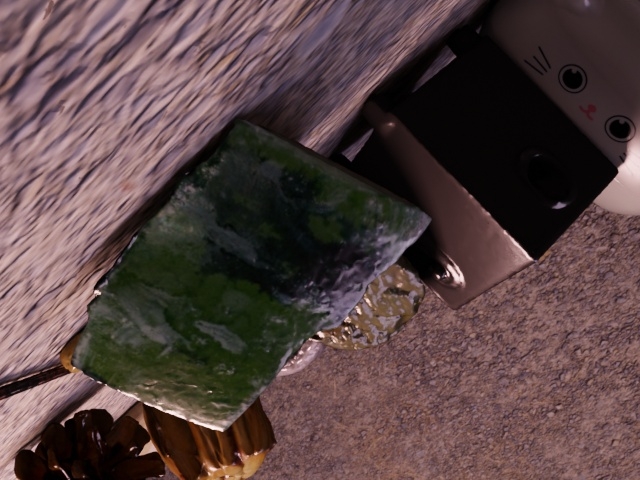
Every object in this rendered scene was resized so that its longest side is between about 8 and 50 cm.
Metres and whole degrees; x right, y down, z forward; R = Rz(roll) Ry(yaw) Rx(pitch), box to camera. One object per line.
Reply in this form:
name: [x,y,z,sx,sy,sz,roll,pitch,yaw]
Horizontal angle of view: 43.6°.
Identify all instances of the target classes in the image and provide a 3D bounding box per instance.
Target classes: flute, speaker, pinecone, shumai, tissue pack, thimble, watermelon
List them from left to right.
flute: [-0.269,0.132,0.764,0.014,0.014,0.269,-42,176,4]
pinecone: [-0.330,0.343,1.125,0.201,0.203,0.228,-47,-171,51]
watermelon: [-0.038,0.026,0.699,0.264,0.151,0.302,-50,172,17]
thimble: [-0.095,0.220,1.976,0.246,0.217,0.157,-27,175,12]
shumai: [0.002,0.019,1.036,0.189,0.256,0.218,-61,-158,26]
speaker: [0.168,-0.080,0.969,0.184,0.254,0.232,-41,176,-24]
tissue pack: [0.365,-0.204,0.955,0.229,0.333,0.236,-43,179,-14]

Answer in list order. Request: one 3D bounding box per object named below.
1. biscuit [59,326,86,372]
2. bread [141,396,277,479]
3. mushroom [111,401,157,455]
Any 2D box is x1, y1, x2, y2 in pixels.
biscuit: [-0.184,0.074,0.856,0.153,0.030,0.234,-47,174,34]
bread: [-0.198,0.259,1.270,0.167,0.277,0.324,-16,166,-19]
mushroom: [-0.454,0.496,1.894,0.407,0.154,0.138,-45,133,15]
